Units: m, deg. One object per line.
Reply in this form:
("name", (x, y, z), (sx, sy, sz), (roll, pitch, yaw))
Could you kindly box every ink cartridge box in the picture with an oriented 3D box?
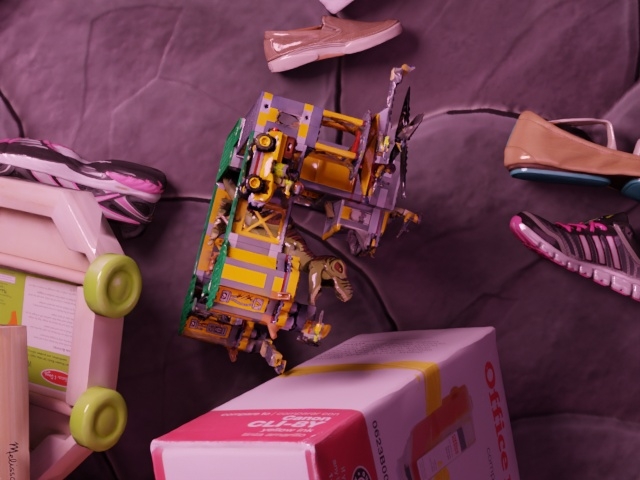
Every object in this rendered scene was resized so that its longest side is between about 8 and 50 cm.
("ink cartridge box", (0.038, 0.252, 1.424), (0.160, 0.385, 0.279), (-6, 98, 29))

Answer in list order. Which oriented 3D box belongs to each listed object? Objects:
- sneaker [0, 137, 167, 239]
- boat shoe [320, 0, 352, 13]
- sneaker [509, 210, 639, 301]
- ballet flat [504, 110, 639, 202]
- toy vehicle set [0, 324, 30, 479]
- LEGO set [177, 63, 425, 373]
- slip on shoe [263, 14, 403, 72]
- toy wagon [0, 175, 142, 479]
("sneaker", (-0.242, -0.044, 1.538), (0.178, 0.072, 0.077), (14, 105, -1))
("boat shoe", (0.083, -0.302, 1.545), (0.226, 0.083, 0.076), (-31, 110, 10))
("sneaker", (0.269, -0.001, 1.595), (0.170, 0.063, 0.075), (24, 93, -12))
("ballet flat", (0.297, -0.079, 1.585), (0.232, 0.080, 0.073), (12, 79, -8))
("toy vehicle set", (-0.311, 0.206, 1.414), (0.035, 0.166, 0.267), (-1, 90, -40))
("LEGO set", (0.000, 0.000, 1.457), (0.192, 0.331, 0.255), (15, 71, -8))
("slip on shoe", (0.011, -0.198, 1.556), (0.135, 0.051, 0.041), (-15, 100, 4))
("toy wagon", (-0.281, 0.118, 1.476), (0.267, 0.068, 0.344), (11, 98, 38))
